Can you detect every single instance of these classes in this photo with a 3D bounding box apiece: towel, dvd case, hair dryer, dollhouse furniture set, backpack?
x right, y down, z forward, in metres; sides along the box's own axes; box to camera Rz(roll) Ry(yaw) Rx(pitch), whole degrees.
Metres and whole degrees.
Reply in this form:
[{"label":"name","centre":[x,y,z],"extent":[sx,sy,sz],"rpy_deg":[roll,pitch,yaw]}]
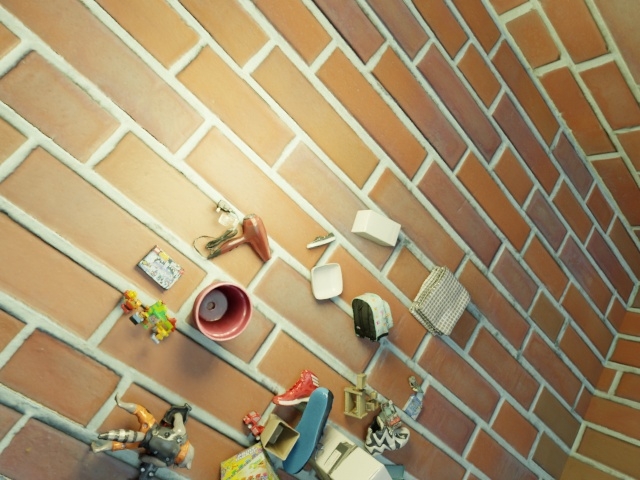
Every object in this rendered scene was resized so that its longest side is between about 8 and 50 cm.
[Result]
[{"label":"towel","centre":[0.588,0.300,2.126],"extent":[0.235,0.121,0.284],"rpy_deg":[46,70,-22]},{"label":"dvd case","centre":[0.325,0.797,1.995],"extent":[0.087,0.013,0.120],"rpy_deg":[2,58,-52]},{"label":"hair dryer","centre":[-0.307,-0.005,1.652],"extent":[0.293,0.080,0.224],"rpy_deg":[27,93,-22]},{"label":"dollhouse furniture set","centre":[0.179,0.665,1.936],"extent":[0.161,0.101,0.182],"rpy_deg":[1,90,-54]},{"label":"backpack","centre":[0.219,0.320,1.889],"extent":[0.144,0.165,0.189],"rpy_deg":[-25,106,-28]}]

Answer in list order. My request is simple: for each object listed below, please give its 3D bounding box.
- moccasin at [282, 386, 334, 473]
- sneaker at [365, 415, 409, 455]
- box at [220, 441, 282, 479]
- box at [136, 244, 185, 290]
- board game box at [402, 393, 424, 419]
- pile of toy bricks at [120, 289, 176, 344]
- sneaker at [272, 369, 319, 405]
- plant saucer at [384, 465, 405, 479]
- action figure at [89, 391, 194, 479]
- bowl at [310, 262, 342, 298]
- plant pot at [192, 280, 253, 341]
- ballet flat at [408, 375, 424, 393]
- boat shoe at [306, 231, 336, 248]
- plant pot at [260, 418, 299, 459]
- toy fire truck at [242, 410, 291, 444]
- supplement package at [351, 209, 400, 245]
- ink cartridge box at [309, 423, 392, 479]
[{"label":"moccasin","centre":[-0.026,0.758,1.724],"extent":[0.342,0.137,0.117],"rpy_deg":[-60,145,-5]},{"label":"sneaker","centre":[0.306,0.865,1.988],"extent":[0.234,0.094,0.153],"rpy_deg":[-8,104,-19]},{"label":"box","centre":[-0.216,0.954,1.566],"extent":[0.177,0.279,0.290],"rpy_deg":[-25,103,-8]},{"label":"box","centre":[-0.554,0.095,1.521],"extent":[0.137,0.027,0.094],"rpy_deg":[47,68,-22]},{"label":"board game box","centre":[0.450,0.806,2.113],"extent":[0.090,0.020,0.090],"rpy_deg":[46,71,-22]},{"label":"pile of toy bricks","centre":[-0.559,0.241,1.461],"extent":[0.105,0.118,0.212],"rpy_deg":[-35,109,-4]},{"label":"sneaker","centre":[-0.100,0.593,1.772],"extent":[0.221,0.087,0.128],"rpy_deg":[8,78,-42]},{"label":"plant saucer","centre":[0.315,1.085,2.042],"extent":[0.192,0.018,0.067],"rpy_deg":[17,83,-30]},{"label":"action figure","centre":[-0.578,0.698,1.439],"extent":[0.330,0.178,0.341],"rpy_deg":[27,76,-18]},{"label":"bowl","centre":[0.019,0.169,1.837],"extent":[0.142,0.053,0.142],"rpy_deg":[-8,94,-29]},{"label":"plant pot","centre":[-0.363,0.239,1.545],"extent":[0.201,0.180,0.202],"rpy_deg":[-1,92,-29]},{"label":"ballet flat","centre":[0.458,0.704,2.111],"extent":[0.041,0.041,0.114],"rpy_deg":[-42,110,-22]},{"label":"boat shoe","centre":[0.000,0.000,1.831],"extent":[0.142,0.049,0.040],"rpy_deg":[-18,81,-30]},{"label":"plant pot","centre":[-0.166,0.745,1.659],"extent":[0.109,0.096,0.109],"rpy_deg":[43,68,-22]},{"label":"toy fire truck","centre":[-0.205,0.733,1.721],"extent":[0.135,0.047,0.192],"rpy_deg":[-37,107,-25]},{"label":"supplement package","centre":[0.247,-0.054,1.934],"extent":[0.179,0.105,0.105],"rpy_deg":[24,80,-29]},{"label":"ink cartridge box","centre":[0.133,0.948,1.718],"extent":[0.166,0.395,0.286],"rpy_deg":[-36,108,-24]}]
